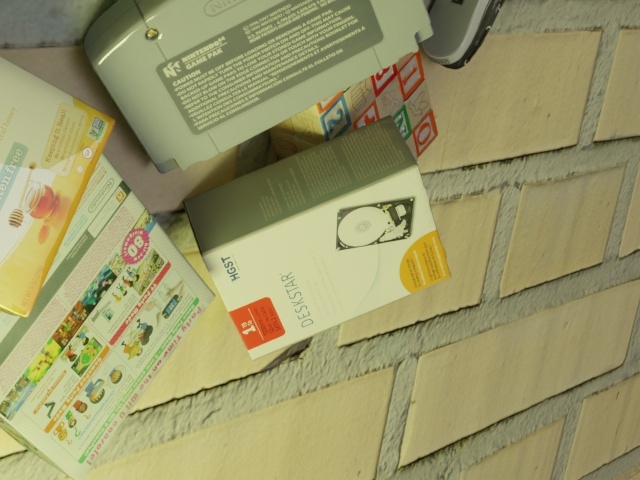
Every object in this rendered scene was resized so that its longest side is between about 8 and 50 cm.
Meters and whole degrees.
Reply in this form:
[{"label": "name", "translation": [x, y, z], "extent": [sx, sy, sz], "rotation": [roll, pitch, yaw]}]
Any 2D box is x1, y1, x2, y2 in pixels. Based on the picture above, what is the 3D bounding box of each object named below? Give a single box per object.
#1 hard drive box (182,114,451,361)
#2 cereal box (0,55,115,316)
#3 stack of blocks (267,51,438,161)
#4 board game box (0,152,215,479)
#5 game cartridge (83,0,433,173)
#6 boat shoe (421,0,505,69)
[{"label": "hard drive box", "translation": [0.000, 0.000, 1.445], "extent": [0.232, 0.089, 0.181], "rotation": [-23, 137, 0]}, {"label": "cereal box", "translation": [-0.290, -0.068, 1.030], "extent": [0.240, 0.047, 0.173], "rotation": [28, 77, -30]}, {"label": "stack of blocks", "translation": [0.021, -0.177, 1.479], "extent": [0.171, 0.087, 0.297], "rotation": [-49, 142, -27]}, {"label": "board game box", "translation": [-0.243, 0.043, 1.220], "extent": [0.224, 0.097, 0.303], "rotation": [-55, 143, -19]}, {"label": "game cartridge", "translation": [-0.054, -0.193, 1.270], "extent": [0.297, 0.062, 0.198], "rotation": [-27, 135, 0]}, {"label": "boat shoe", "translation": [0.197, -0.307, 1.671], "extent": [0.076, 0.080, 0.229], "rotation": [26, 87, -63]}]
